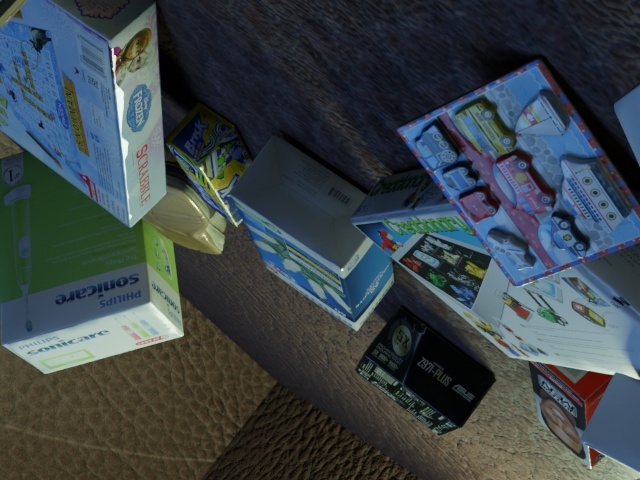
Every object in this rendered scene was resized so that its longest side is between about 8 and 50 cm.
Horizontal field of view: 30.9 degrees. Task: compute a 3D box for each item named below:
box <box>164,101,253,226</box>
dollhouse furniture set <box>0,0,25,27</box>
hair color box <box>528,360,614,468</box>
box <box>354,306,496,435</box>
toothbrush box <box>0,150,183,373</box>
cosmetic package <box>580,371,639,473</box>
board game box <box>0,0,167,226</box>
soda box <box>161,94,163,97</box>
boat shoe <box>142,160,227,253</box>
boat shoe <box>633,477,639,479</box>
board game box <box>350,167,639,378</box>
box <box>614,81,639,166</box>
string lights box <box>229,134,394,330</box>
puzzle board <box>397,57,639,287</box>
[{"bbox_3d":[-0.111,-0.079,1.261,0.054,0.059,0.169,37,169,21],"label":"box"},{"bbox_3d":[-0.282,-0.255,0.922,0.151,0.123,0.144,41,169,-14],"label":"dollhouse furniture set"},{"bbox_3d":[0.228,0.141,1.033,0.072,0.043,0.141,43,166,35],"label":"hair color box"},{"bbox_3d":[0.127,0.169,1.460,0.147,0.077,0.180,37,169,7],"label":"box"},{"bbox_3d":[-0.311,0.008,1.545,0.122,0.206,0.283,58,-162,-59],"label":"toothbrush box"},{"bbox_3d":[0.294,0.167,0.830,0.239,0.060,0.099,29,177,-43],"label":"cosmetic package"},{"bbox_3d":[-0.295,-0.198,1.154,0.318,0.066,0.318,36,153,13],"label":"board game box"},{"bbox_3d":[-0.262,-0.171,1.355,0.071,0.067,0.210,44,169,-25],"label":"soda box"},{"bbox_3d":[-0.168,-0.057,1.450,0.103,0.092,0.285,11,167,10],"label":"boat shoe"},{"bbox_3d":[0.353,0.283,1.056,0.081,0.079,0.227,47,164,-21],"label":"boat shoe"},{"bbox_3d":[0.150,0.021,0.843,0.193,0.053,0.305,40,169,-12],"label":"board game box"},{"bbox_3d":[0.217,0.060,0.350,0.232,0.058,0.322,126,122,-76],"label":"box"},{"bbox_3d":[0.000,0.000,1.182,0.133,0.076,0.259,34,169,14],"label":"string lights box"},{"bbox_3d":[0.116,-0.033,0.656,0.096,0.011,0.128,-24,116,36],"label":"puzzle board"}]
